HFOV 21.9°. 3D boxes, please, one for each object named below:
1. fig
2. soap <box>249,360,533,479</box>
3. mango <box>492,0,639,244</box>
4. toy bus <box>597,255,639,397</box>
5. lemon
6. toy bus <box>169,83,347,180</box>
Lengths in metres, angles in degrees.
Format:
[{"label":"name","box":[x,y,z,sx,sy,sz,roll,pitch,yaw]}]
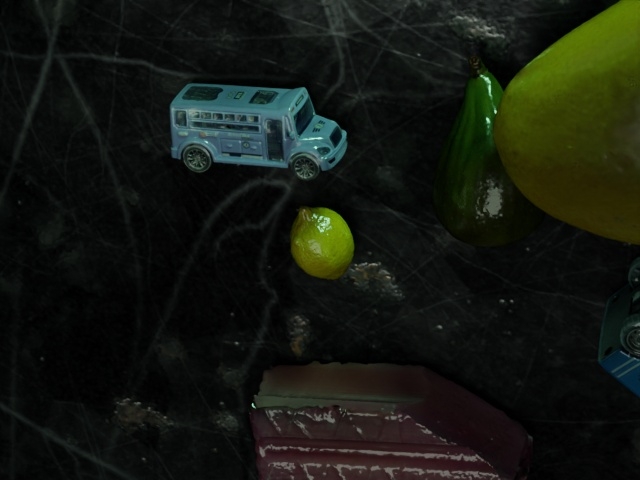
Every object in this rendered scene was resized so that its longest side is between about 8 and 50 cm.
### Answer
[{"label":"fig","box":[0.161,-0.083,1.541,0.117,0.117,0.178,5,101,15]},{"label":"soap","box":[0.079,0.228,1.739,0.289,0.112,0.182,1,121,17]},{"label":"mango","box":[0.324,-0.112,1.401,0.364,0.182,0.253,-12,109,16]},{"label":"toy bus","box":[0.383,0.056,1.539,0.134,0.113,0.246,43,125,-15]},{"label":"lemon","box":[0.000,0.000,1.656,0.065,0.065,0.092,-14,124,24]},{"label":"toy bus","box":[-0.060,-0.109,1.604,0.167,0.073,0.076,4,119,16]}]
